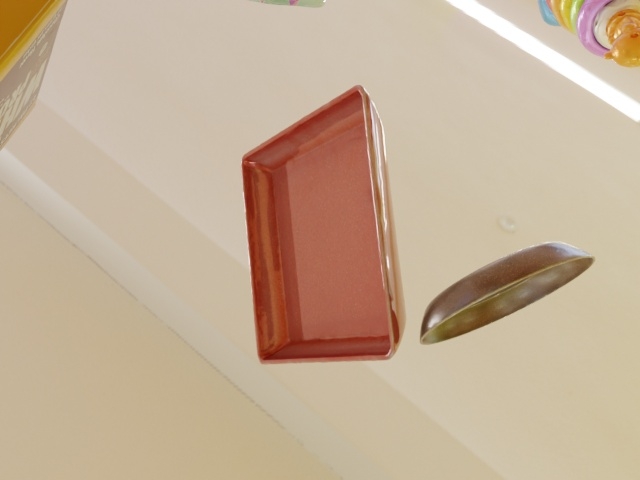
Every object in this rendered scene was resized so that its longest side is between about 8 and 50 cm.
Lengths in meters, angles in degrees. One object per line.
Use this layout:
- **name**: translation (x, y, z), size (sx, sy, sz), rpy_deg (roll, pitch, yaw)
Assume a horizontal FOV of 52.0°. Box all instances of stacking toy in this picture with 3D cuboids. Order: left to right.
- **stacking toy**: translation (0.385, -0.306, 0.853), size (0.175, 0.166, 0.302), rpy_deg (-12, -139, 19)

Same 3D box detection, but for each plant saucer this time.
- **plant saucer**: translation (0.000, 0.000, 0.711), size (0.047, 0.258, 0.259), rpy_deg (0, -100, -34)
- **plant saucer**: translation (0.160, 0.045, 0.586), size (0.168, 0.168, 0.029), rpy_deg (-16, -111, -25)

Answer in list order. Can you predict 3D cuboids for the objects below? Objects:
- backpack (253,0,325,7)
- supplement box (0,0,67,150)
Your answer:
- **backpack**: translation (-0.061, -0.265, 0.557), size (0.152, 0.115, 0.182), rpy_deg (-24, -140, -34)
- **supplement box**: translation (-0.293, -0.137, 0.424), size (0.191, 0.194, 0.129), rpy_deg (34, -118, -19)
